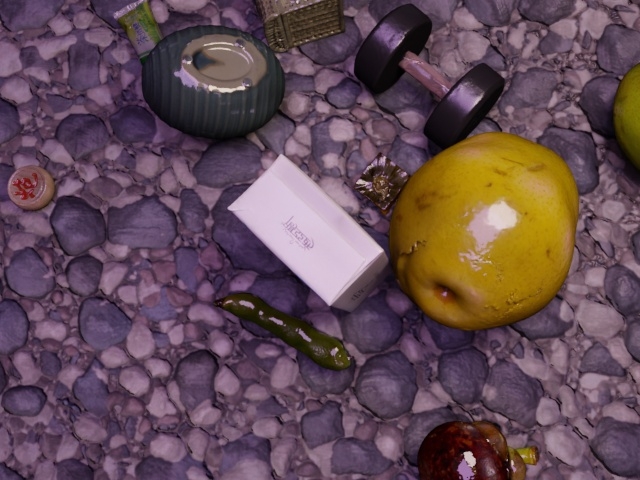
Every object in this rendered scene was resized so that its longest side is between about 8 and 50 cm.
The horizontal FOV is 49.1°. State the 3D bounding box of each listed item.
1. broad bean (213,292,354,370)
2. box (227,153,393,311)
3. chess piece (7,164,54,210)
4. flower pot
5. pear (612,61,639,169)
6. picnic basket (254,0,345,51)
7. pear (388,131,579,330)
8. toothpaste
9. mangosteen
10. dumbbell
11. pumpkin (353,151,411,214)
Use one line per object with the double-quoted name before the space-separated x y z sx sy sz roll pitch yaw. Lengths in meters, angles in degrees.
"broad bean" -0.060 0.147 1.178 0.256 0.053 0.052 26 122 11
"box" -0.002 0.002 1.080 0.116 0.274 0.203 -46 79 1
"chess piece" -0.529 -0.096 1.280 0.083 0.038 0.084 -1 82 8
"flower pot" -0.180 -0.270 1.193 0.243 0.157 0.189 -3 77 -19
"pear" 0.554 -0.204 1.099 0.187 0.187 0.220 -13 78 5
"picnic basket" -0.056 -0.460 1.237 0.154 0.134 0.196 -16 79 1
"pear" 0.260 -0.018 1.079 0.284 0.336 0.285 19 120 36
"toothpaste" -0.304 -0.340 1.292 0.078 0.047 0.248 -29 77 5
"mangosteen" 0.235 0.339 1.076 0.181 0.156 0.145 -29 49 -27
"dumbbell" 0.180 -0.270 1.168 0.218 0.152 0.152 43 88 11
"pumpkin" 0.105 -0.098 1.198 0.074 0.054 0.083 37 92 15
